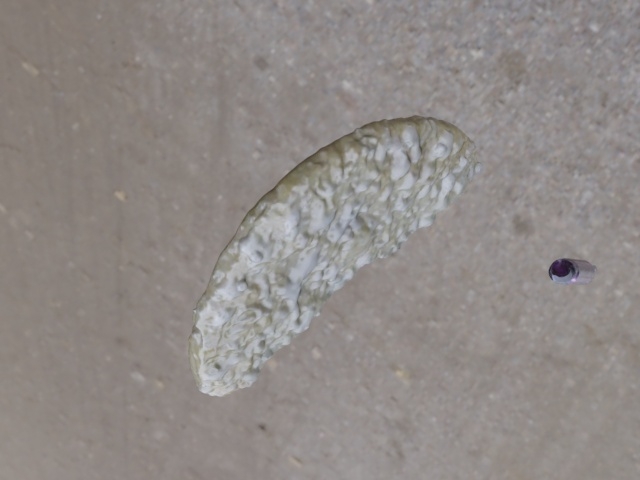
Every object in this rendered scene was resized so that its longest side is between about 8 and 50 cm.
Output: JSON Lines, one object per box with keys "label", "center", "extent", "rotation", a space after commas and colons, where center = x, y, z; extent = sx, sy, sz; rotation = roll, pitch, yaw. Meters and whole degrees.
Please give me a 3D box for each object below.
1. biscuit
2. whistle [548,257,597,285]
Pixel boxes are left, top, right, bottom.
{"label": "biscuit", "center": [0.002, -0.004, 0.700], "extent": [0.032, 0.250, 0.133], "rotation": [45, 171, 30]}
{"label": "whistle", "center": [0.303, 0.038, 1.306], "extent": [0.033, 0.033, 0.176], "rotation": [27, -172, 22]}
